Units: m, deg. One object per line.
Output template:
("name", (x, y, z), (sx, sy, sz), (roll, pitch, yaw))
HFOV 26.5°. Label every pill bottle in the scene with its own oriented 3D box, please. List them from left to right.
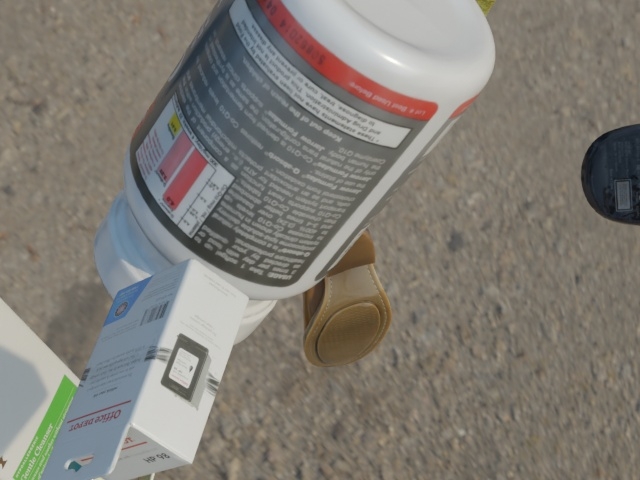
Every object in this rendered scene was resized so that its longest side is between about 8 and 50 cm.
("pill bottle", (-0.038, -0.081, 1.134), (0.363, 0.210, 0.210), (-51, 52, 35))

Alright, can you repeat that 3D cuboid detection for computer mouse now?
("computer mouse", (0.377, -0.034, 1.242), (0.262, 0.060, 0.184), (-9, 104, 12))

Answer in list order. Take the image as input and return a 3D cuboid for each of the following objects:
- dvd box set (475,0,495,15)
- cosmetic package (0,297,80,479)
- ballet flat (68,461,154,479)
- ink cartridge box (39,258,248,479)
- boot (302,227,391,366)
("dvd box set", (0.061, -0.333, 1.585), (0.307, 0.420, 0.062), (18, 58, -7))
("cosmetic package", (-0.472, 0.194, 1.802), (0.155, 0.365, 0.197), (5, 57, 29))
("ballet flat", (-0.196, 0.233, 1.132), (0.086, 0.086, 0.248), (23, 79, 26))
("ink cartridge box", (-0.129, 0.112, 0.997), (0.104, 0.060, 0.180), (-22, 40, 45))
("boot", (0.000, 0.000, 1.624), (0.109, 0.283, 0.220), (-15, 49, -5))
